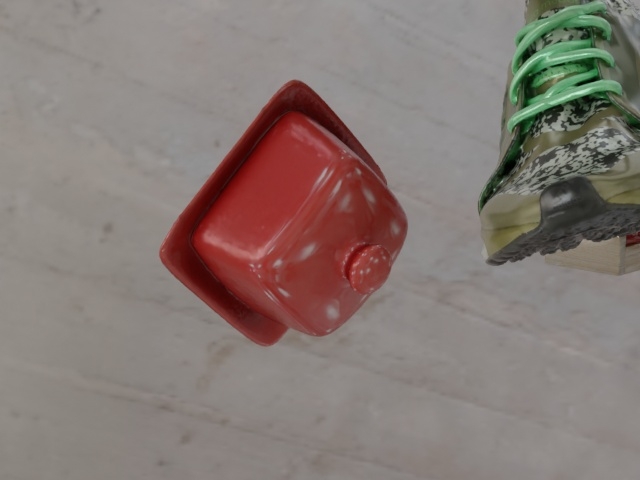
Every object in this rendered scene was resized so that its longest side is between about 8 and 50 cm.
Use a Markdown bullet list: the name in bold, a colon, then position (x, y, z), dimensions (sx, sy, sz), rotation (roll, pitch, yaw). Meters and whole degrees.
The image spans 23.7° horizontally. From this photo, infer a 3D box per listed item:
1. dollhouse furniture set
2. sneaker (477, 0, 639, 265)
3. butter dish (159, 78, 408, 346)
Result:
- **dollhouse furniture set**: position (0.300, -0.046, 1.312), dimensions (0.184, 0.129, 0.129), rotation (-11, 105, -47)
- **sneaker**: position (0.171, -0.109, 1.076), dimensions (0.410, 0.158, 0.182), rotation (-58, 127, -68)
- **butter dish**: position (0.000, 0.000, 1.037), dimensions (0.160, 0.118, 0.160), rotation (-53, 139, -9)
